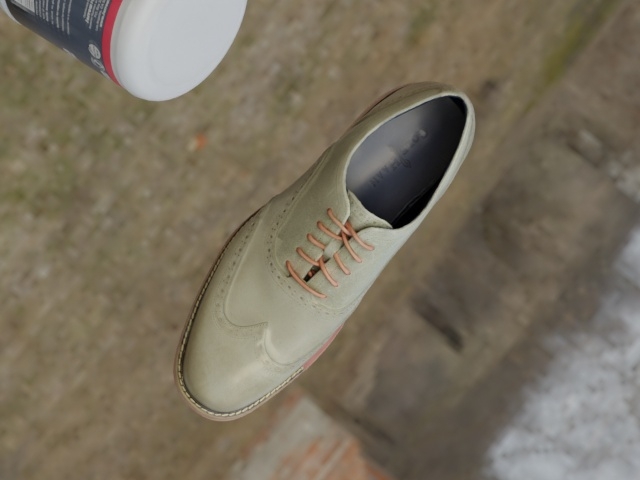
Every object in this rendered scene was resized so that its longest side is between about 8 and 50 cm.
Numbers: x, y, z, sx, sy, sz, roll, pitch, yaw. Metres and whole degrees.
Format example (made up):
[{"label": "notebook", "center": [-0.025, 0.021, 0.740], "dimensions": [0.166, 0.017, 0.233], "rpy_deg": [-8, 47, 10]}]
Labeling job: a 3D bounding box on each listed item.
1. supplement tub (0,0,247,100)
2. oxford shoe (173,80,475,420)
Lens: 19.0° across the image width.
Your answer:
[{"label": "supplement tub", "center": [-0.231, -0.287, 2.046], "dimensions": [0.191, 0.272, 0.191], "rpy_deg": [-40, 149, -31]}, {"label": "oxford shoe", "center": [0.000, 0.000, 1.798], "dimensions": [0.397, 0.140, 0.146], "rpy_deg": [-54, -177, -6]}]
